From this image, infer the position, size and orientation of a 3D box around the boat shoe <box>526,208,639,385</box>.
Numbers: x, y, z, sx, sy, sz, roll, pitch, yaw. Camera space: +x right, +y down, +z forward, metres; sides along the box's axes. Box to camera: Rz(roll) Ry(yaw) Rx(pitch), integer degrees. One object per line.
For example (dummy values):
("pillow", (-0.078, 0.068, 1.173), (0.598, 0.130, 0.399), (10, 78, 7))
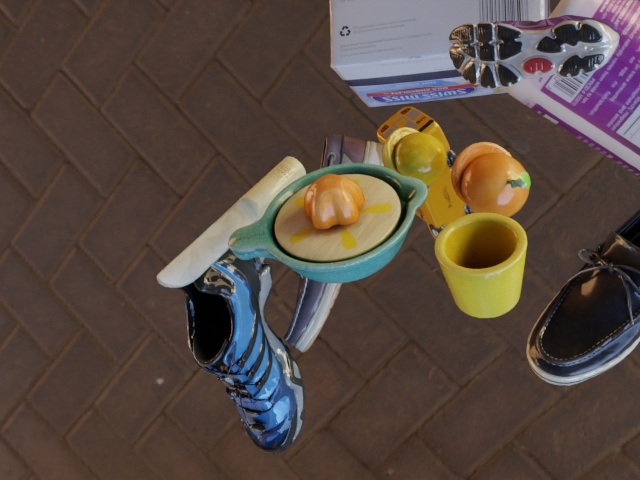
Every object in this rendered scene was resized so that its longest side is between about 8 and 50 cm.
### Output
("boat shoe", (0.574, 0.065, 1.475), (0.500, 0.156, 0.187), (-42, 48, -2))

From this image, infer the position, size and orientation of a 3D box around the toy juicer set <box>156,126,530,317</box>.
("toy juicer set", (0.026, -0.043, 0.700), (0.328, 0.209, 0.090), (3, 135, 23))

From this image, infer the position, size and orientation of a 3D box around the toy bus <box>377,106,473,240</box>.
("toy bus", (0.244, -0.136, 1.777), (0.108, 0.333, 0.130), (-41, 47, -9))

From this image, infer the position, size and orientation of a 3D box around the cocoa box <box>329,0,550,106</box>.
("cocoa box", (0.211, -0.381, 1.345), (0.346, 0.228, 0.232), (-3, 81, 19))

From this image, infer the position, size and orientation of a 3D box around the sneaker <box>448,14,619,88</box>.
("sneaker", (0.213, -0.194, 0.795), (0.169, 0.071, 0.068), (7, 120, 30))

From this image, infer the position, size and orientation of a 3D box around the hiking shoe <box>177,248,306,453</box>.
("hiking shoe", (-0.110, 0.143, 0.982), (0.113, 0.132, 0.304), (-5, 107, 33))

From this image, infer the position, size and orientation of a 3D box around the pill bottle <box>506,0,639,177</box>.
("pill bottle", (0.380, -0.163, 0.894), (0.301, 0.169, 0.169), (34, 107, 4))

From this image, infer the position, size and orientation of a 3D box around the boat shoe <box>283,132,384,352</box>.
("boat shoe", (0.000, 0.000, 1.012), (0.092, 0.103, 0.285), (20, 97, 0))
